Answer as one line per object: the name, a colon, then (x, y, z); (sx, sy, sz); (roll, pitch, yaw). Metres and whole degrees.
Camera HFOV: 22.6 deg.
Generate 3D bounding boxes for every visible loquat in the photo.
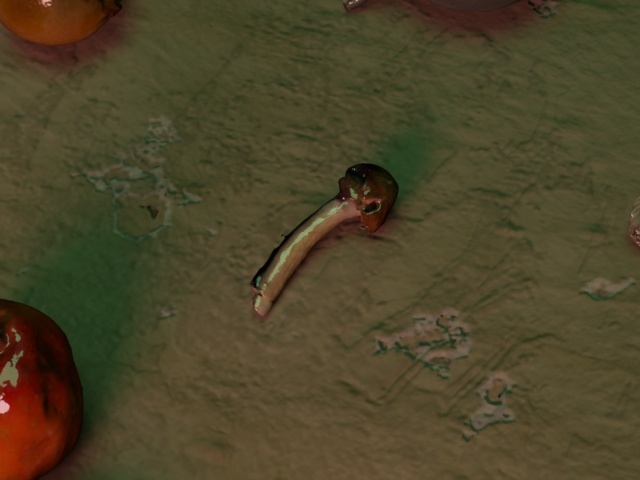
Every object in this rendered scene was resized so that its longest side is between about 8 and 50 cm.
loquat: (-0.281, -0.279, 1.688); (0.163, 0.137, 0.163); (-4, 74, 12)

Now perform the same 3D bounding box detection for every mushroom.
mushroom: (0.000, 0.000, 1.528); (0.187, 0.061, 0.060); (-43, 57, -8)

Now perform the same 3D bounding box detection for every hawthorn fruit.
hawthorn fruit: (-0.280, 0.094, 1.344); (0.165, 0.285, 0.165); (1, 48, -2)

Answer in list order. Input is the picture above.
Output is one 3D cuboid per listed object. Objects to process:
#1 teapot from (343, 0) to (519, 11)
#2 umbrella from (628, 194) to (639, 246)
teapot: (0.164, -0.323, 1.681); (0.294, 0.129, 0.193); (-15, 56, -7)
umbrella: (0.339, -0.054, 1.519); (0.067, 0.062, 0.143); (37, 65, -5)
